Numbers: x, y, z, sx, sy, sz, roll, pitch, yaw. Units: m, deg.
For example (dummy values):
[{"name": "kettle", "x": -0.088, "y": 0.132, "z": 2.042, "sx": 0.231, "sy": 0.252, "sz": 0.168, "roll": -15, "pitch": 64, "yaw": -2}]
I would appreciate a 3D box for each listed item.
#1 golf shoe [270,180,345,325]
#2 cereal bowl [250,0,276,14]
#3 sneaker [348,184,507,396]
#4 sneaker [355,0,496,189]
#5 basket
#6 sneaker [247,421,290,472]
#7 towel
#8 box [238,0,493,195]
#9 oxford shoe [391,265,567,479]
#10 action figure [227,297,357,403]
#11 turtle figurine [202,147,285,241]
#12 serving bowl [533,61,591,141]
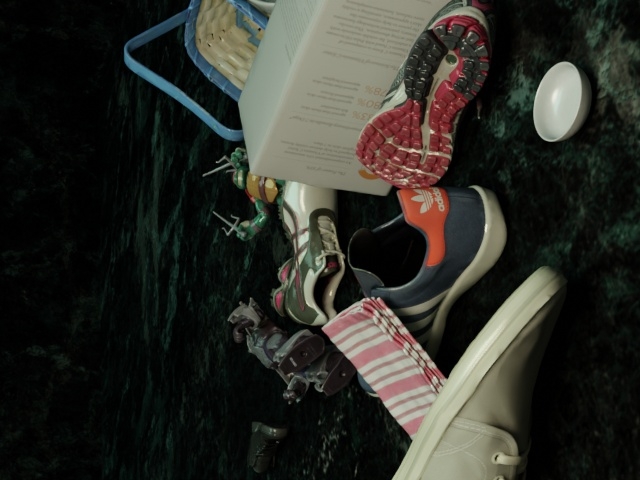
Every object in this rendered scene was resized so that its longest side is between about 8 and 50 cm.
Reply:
[{"name": "golf shoe", "x": 0.000, "y": 0.000, "z": 1.585, "sx": 0.120, "sy": 0.105, "sz": 0.272, "roll": 16, "pitch": 104, "yaw": 53}, {"name": "cereal bowl", "x": 0.026, "y": -0.470, "z": 1.511, "sx": 0.339, "sy": 0.141, "sz": 0.338, "roll": -17, "pitch": 62, "yaw": 36}, {"name": "sneaker", "x": 0.087, "y": 0.062, "z": 1.249, "sx": 0.131, "sy": 0.148, "sz": 0.350, "roll": -106, "pitch": 32, "yaw": -45}, {"name": "sneaker", "x": 0.143, "y": -0.176, "z": 1.266, "sx": 0.299, "sy": 0.121, "sz": 0.112, "roll": -58, "pitch": 3, "yaw": 48}, {"name": "basket", "x": -0.143, "y": -0.308, "z": 1.659, "sx": 0.289, "sy": 0.255, "sz": 0.201, "roll": -46, "pitch": -14, "yaw": -30}, {"name": "sneaker", "x": -0.093, "y": 0.359, "z": 1.738, "sx": 0.170, "sy": 0.051, "sz": 0.089, "roll": 161, "pitch": 114, "yaw": -71}, {"name": "towel", "x": 0.090, "y": 0.162, "z": 1.217, "sx": 0.197, "sy": 0.029, "sz": 0.144, "roll": 51, "pitch": 152, "yaw": 1}, {"name": "box", "x": 0.046, "y": -0.249, "z": 1.365, "sx": 0.168, "sy": 0.215, "sz": 0.345, "roll": -104, "pitch": 30, "yaw": -43}, {"name": "oxford shoe", "x": 0.162, "y": 0.232, "z": 1.057, "sx": 0.130, "sy": 0.169, "sz": 0.449, "roll": 31, "pitch": 109, "yaw": 22}, {"name": "action figure", "x": -0.059, "y": 0.174, "z": 1.572, "sx": 0.099, "sy": 0.185, "sz": 0.285, "roll": -51, "pitch": 19, "yaw": -16}, {"name": "turtle figurine", "x": -0.097, "y": -0.090, "z": 1.722, "sx": 0.234, "sy": 0.118, "sz": 0.175, "roll": 13, "pitch": 130, "yaw": 39}, {"name": "serving bowl", "x": 0.257, "y": -0.143, "z": 1.053, "sx": 0.083, "sy": 0.027, "sz": 0.083, "roll": -173, "pitch": 90, "yaw": -68}]
